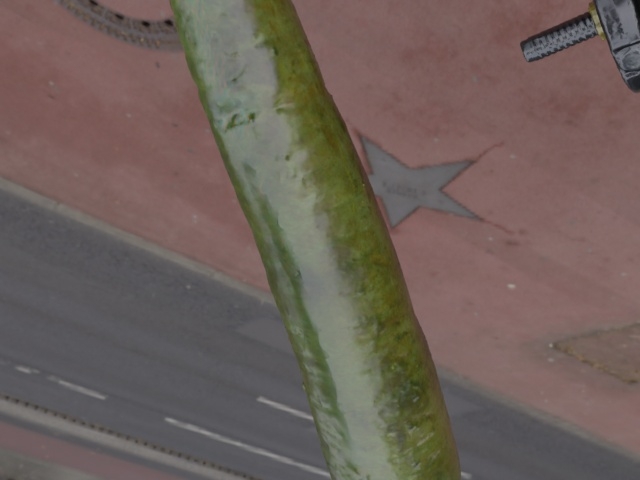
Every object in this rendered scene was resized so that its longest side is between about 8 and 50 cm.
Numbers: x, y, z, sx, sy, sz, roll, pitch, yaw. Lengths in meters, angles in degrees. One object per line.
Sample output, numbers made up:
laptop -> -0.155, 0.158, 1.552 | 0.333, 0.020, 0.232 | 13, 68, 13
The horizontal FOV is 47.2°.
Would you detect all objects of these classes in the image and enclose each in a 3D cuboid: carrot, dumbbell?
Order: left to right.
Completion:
carrot -> 0.000, 0.000, 0.360 | 0.074, 0.074, 0.359 | -5, 113, 34
dumbbell -> 0.317, -0.215, 0.583 | 0.325, 0.143, 0.143 | -18, 140, 32
